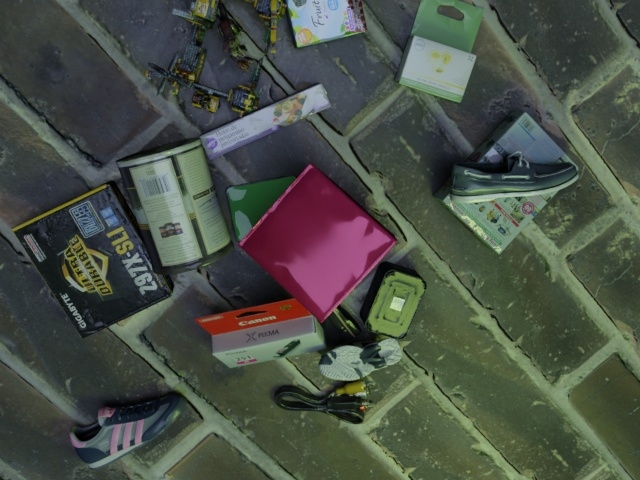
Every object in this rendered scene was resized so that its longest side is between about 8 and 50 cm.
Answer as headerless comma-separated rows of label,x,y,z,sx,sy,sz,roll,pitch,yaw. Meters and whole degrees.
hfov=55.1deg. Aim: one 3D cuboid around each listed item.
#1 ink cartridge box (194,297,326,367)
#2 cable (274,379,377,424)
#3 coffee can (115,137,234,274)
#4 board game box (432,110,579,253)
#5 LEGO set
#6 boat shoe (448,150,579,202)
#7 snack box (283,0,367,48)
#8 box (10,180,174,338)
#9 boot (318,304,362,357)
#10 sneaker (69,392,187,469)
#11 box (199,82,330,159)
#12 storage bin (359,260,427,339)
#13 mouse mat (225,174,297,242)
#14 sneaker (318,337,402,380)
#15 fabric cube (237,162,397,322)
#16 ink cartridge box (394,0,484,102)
ink cartridge box,-0.144,0.236,1.537,0.275,0.060,0.239,-13,151,8
cable,0.018,0.455,1.736,0.288,0.072,0.139,-1,122,4
coffee can,-0.339,-0.083,1.450,0.202,0.201,0.275,-16,106,-4
board game box,0.483,-0.151,1.608,0.224,0.097,0.303,41,94,-15
LEGO set,-0.221,-0.439,1.357,0.255,0.192,0.331,26,103,0
boat shoe,0.471,-0.164,1.496,0.320,0.116,0.098,-9,109,0
snack box,0.001,-0.573,1.438,0.175,0.070,0.206,-14,105,-3
box,-0.552,0.048,1.519,0.257,0.079,0.321,-26,107,-3
boot,0.001,0.220,1.650,0.137,0.077,0.198,-38,106,8
sneaker,-0.511,0.478,1.620,0.319,0.112,0.131,-32,110,0
box,-0.135,-0.292,1.495,0.324,0.067,0.063,-24,106,-1
storage bin,0.194,0.161,1.654,0.122,0.084,0.180,18,102,-12
mouse mat,-0.138,-0.081,1.582,0.190,0.007,0.152,-12,106,-6
sneaker,0.084,0.323,1.642,0.235,0.153,0.094,-16,78,-27
fabric cube,0.000,0.000,1.460,0.258,0.259,0.254,41,96,1
ink cartridge box,0.301,-0.479,1.517,0.171,0.056,0.234,15,104,-11
